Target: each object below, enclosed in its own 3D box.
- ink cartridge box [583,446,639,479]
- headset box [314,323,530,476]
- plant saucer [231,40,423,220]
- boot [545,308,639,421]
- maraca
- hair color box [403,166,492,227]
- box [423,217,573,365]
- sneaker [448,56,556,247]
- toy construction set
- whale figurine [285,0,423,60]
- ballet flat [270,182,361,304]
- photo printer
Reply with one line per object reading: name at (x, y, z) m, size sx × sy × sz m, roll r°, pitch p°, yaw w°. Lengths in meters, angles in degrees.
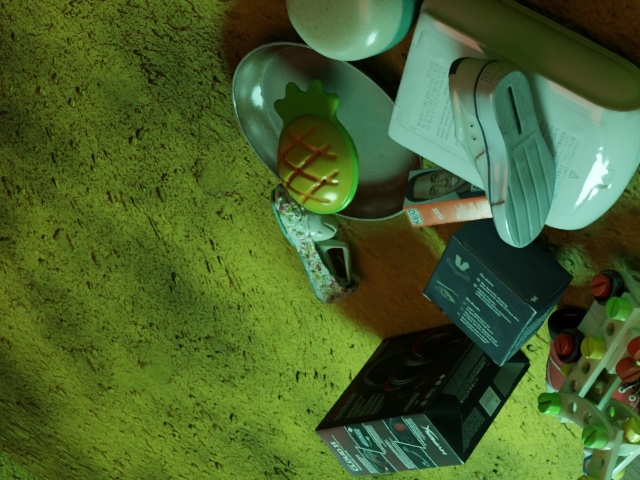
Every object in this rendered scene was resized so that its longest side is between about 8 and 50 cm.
ink cartridge box at (0.514, 0.415, 2.213) m, size 0.296 × 0.066 × 0.261 m, roll 45°, pitch 175°, yaw 19°
headset box at (0.144, 0.243, 2.288) m, size 0.110 × 0.218 × 0.293 m, roll 52°, pitch 144°, yaw -16°
plant saucer at (0.017, -0.161, 2.093) m, size 0.310 × 0.050 × 0.310 m, roll 26°, pitch 144°, yaw 20°
boot at (0.424, 0.188, 2.086) m, size 0.244 × 0.088 × 0.176 m, roll 24°, pitch 142°, yaw 27°
maraca at (-0.007, -0.126, 2.034) m, size 0.127 × 0.099 × 0.185 m, roll -4°, pitch 103°, yaw 32°
hair color box at (0.186, -0.064, 1.986) m, size 0.141 × 0.072 × 0.043 m, roll -8°, pitch 134°, yaw 21°
box at (0.244, 0.062, 2.075) m, size 0.156 × 0.093 × 0.158 m, roll 44°, pitch 148°, yaw 15°
sneaker at (0.211, -0.110, 1.760) m, size 0.091 × 0.094 × 0.258 m, roll 30°, pitch 144°, yaw 44°
toy construction set at (0.410, 0.164, 1.940) m, size 0.151 × 0.215 × 0.327 m, roll 25°, pitch 114°, yaw -37°
whale figurine at (0.032, -0.357, 1.811) m, size 0.216 × 0.141 × 0.272 m, roll -20°, pitch 90°, yaw 52°
ballet flat at (0.000, 0.000, 2.280) m, size 0.077 × 0.091 × 0.241 m, roll -9°, pitch 133°, yaw 20°
photo printer at (0.247, -0.158, 1.828) m, size 0.307 × 0.107 × 0.256 m, roll 30°, pitch 145°, yaw 13°
